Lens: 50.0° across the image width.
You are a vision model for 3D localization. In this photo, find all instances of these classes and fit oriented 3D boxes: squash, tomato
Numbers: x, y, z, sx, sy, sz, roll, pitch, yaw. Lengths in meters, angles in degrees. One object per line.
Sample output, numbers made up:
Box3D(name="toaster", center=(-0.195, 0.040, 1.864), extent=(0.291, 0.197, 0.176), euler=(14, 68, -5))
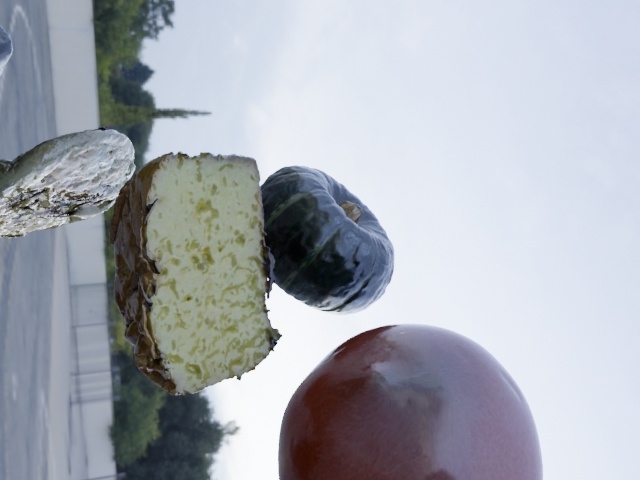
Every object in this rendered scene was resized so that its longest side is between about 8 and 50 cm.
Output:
Box3D(name="squash", center=(0.000, 0.000, 1.053), extent=(0.165, 0.252, 0.252), euler=(-53, -147, 14))
Box3D(name="tomato", center=(0.104, 0.249, 0.813), extent=(0.321, 0.321, 0.322), euler=(176, -90, -71))

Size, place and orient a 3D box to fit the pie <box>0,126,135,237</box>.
Box3D(name="pie", center=(-0.482, -0.089, 1.212), extent=(0.077, 0.339, 0.339), euler=(59, -24, 9))

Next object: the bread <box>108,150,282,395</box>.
Box3D(name="bread", center=(-0.153, 0.029, 0.776), extent=(0.147, 0.160, 0.261), euler=(6, -74, 53))

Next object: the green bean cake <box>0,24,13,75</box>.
Box3D(name="green bean cake", center=(-0.704, -0.321, 1.079), extent=(0.169, 0.300, 0.308), euler=(-44, -176, 34))
